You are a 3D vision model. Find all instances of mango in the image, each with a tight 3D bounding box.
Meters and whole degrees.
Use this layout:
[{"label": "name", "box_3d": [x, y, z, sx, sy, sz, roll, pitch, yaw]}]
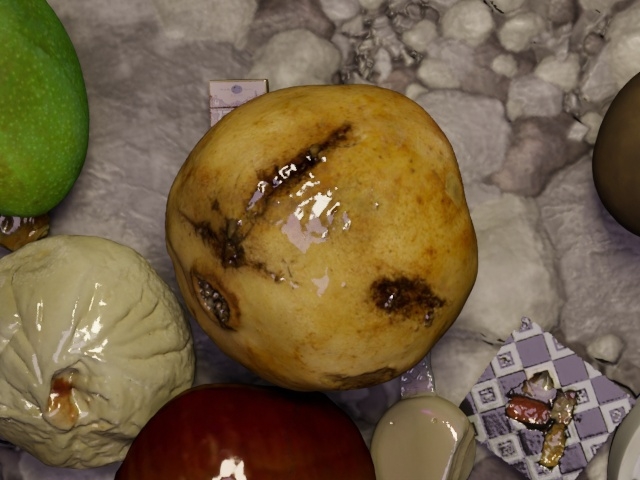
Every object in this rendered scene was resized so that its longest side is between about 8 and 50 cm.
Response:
[{"label": "mango", "box_3d": [-0.354, -0.172, 1.162, 0.382, 0.201, 0.225, 47, 67, -9]}]

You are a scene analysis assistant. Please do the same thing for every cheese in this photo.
[{"label": "cheese", "box_3d": [0.095, 0.164, 1.226, 0.092, 0.047, 0.171, 12, 85, 21]}]

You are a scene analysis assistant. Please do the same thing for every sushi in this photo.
[{"label": "sushi", "box_3d": [0.200, 0.149, 1.239, 0.126, 0.026, 0.120, 37, 102, 4]}]

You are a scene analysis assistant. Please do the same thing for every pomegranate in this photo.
[{"label": "pomegranate", "box_3d": [0.000, 0.000, 1.134, 0.260, 0.260, 0.260, 1, 98, 5]}]

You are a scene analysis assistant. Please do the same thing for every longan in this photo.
[{"label": "longan", "box_3d": [0.322, -0.064, 1.139, 0.184, 0.159, 0.204, -14, 135, 23]}]

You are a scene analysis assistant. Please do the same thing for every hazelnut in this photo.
[{"label": "hazelnut", "box_3d": [-0.055, 0.226, 1.169, 0.229, 0.229, 0.230, 1, 98, 5]}]

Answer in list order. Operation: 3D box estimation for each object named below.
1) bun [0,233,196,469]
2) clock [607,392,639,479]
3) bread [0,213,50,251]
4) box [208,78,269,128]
[{"label": "bun", "box_3d": [-0.221, 0.111, 1.212, 0.220, 0.134, 0.220, 0, 109, 0]}, {"label": "clock", "box_3d": [0.372, 0.216, 1.205, 0.230, 0.083, 0.230, 0, 98, 3]}, {"label": "bread", "box_3d": [-0.297, -0.032, 1.244, 0.110, 0.060, 0.066, 25, 68, 2]}, {"label": "box", "box_3d": [-0.072, -0.103, 1.230, 0.053, 0.024, 0.083, -2, 99, 5]}]
